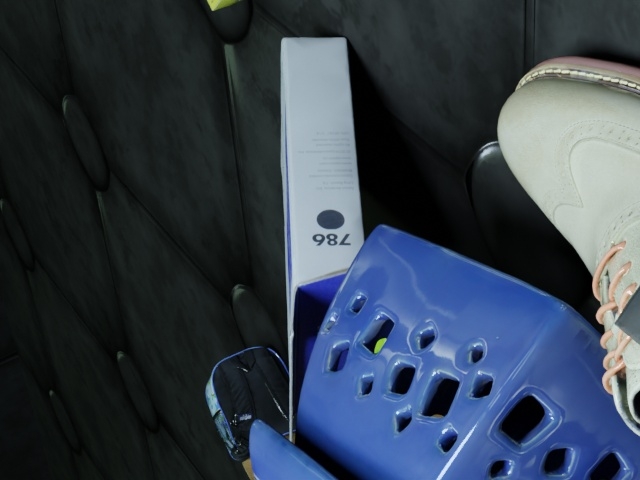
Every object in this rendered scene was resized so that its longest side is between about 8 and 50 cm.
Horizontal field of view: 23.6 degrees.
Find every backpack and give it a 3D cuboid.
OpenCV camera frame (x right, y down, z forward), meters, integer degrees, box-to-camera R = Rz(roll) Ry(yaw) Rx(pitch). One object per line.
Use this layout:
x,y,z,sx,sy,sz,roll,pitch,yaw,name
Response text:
-0.079,0.190,1.777,0.114,0.105,0.084,64,158,18,backpack

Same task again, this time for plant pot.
0.105,0.155,1.056,0.236,0.212,0.236,43,172,-30,plant pot

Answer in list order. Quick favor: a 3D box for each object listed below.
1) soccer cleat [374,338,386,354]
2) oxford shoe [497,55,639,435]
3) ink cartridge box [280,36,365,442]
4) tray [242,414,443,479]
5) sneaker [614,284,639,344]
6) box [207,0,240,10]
0.036,0.085,1.481,0.179,0.060,0.072,53,180,19,soccer cleat
0.210,0.026,0.878,0.397,0.147,0.140,46,151,40,oxford shoe
0.000,0.000,1.252,0.165,0.065,0.332,93,177,-48,ink cartridge box
0.075,0.269,1.460,0.202,0.076,0.411,62,152,-1,tray
0.263,0.052,0.750,0.222,0.118,0.083,32,-176,19,sneaker
-0.100,-0.323,1.321,0.232,0.087,0.058,64,161,2,box
